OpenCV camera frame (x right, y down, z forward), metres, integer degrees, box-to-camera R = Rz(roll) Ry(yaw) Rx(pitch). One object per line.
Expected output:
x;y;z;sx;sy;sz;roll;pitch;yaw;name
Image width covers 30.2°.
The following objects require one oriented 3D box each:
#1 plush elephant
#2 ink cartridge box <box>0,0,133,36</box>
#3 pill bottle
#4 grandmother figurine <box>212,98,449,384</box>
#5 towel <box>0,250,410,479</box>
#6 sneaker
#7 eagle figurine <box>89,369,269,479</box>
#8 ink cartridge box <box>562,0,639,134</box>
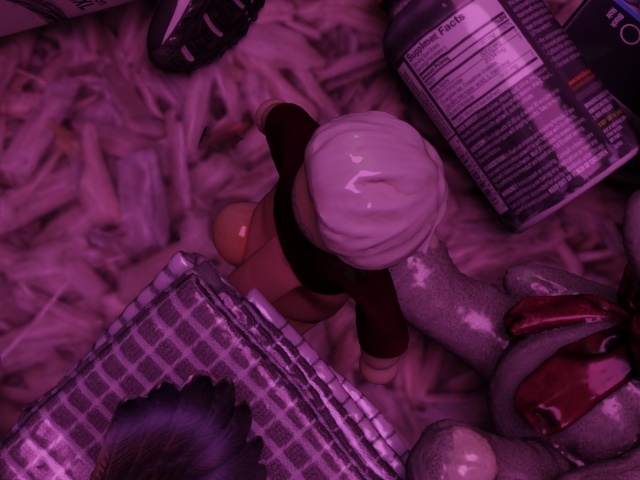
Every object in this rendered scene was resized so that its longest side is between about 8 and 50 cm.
0.234;0.075;0.810;0.330;0.255;0.272;30;30;-15;plush elephant
-0.240;-0.220;0.839;0.237;0.172;0.100;-13;81;8;ink cartridge box
0.138;-0.138;0.955;0.130;0.130;0.246;-33;86;-16;pill bottle
0.000;0.000;0.788;0.104;0.342;0.208;-33;86;-16;grandmother figurine
-0.071;0.178;0.798;0.235;0.121;0.284;-43;90;17;towel
-0.090;-0.263;0.965;0.108;0.100;0.272;14;78;17;sneaker
-0.180;0.202;0.692;0.226;0.225;0.298;31;67;-33;eagle figurine
0.330;-0.168;1.044;0.208;0.045;0.206;40;74;-3;ink cartridge box
